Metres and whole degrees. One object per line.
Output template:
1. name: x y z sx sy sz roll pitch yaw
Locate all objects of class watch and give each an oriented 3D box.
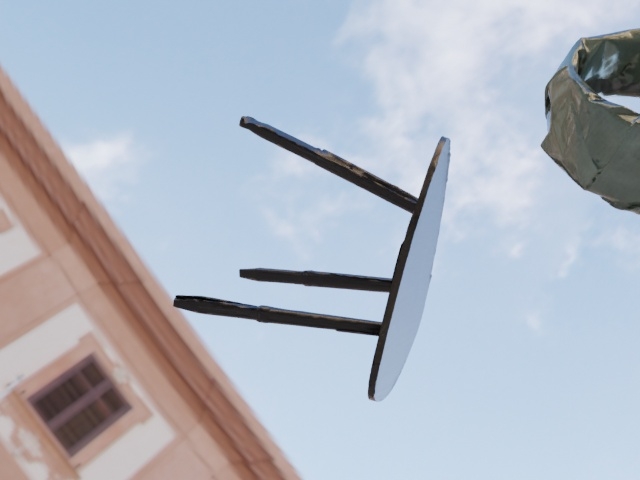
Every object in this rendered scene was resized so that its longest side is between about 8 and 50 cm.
1. watch: 0.343 -0.108 1.157 0.253 0.241 0.162 43 -42 35

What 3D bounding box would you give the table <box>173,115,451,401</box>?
1. table: 0.000 0.000 1.473 0.249 0.317 0.317 14 -65 11
